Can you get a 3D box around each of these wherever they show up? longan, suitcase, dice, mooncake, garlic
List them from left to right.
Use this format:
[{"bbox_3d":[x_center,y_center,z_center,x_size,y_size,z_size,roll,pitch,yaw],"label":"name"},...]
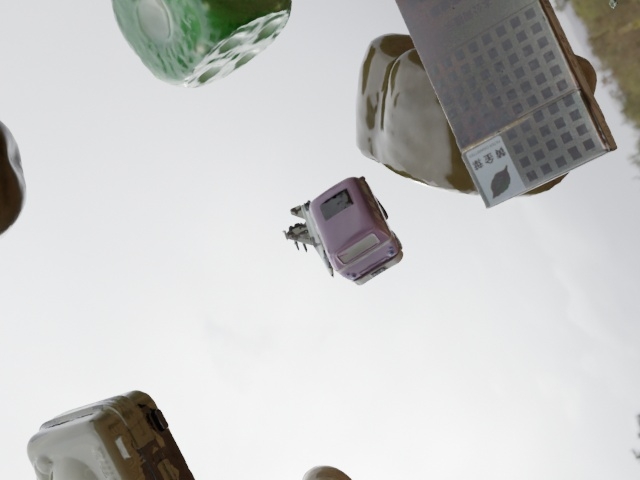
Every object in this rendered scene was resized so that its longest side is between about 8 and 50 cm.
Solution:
[{"bbox_3d":[-0.741,-0.134,1.718,0.288,0.288,0.350,21,-147,-55],"label":"longan"},{"bbox_3d":[-0.414,0.488,1.653,0.194,0.339,0.352,-34,-79,-55],"label":"suitcase"},{"bbox_3d":[-0.260,-0.533,1.887,0.300,0.297,0.287,-34,-93,-41],"label":"dice"},{"bbox_3d":[0.033,0.677,2.156,0.228,0.152,0.228,-22,-90,-85],"label":"garlic"},{"bbox_3d":[0.305,-0.274,1.720,0.467,0.466,0.262,-61,-22,-63],"label":"mooncake"}]

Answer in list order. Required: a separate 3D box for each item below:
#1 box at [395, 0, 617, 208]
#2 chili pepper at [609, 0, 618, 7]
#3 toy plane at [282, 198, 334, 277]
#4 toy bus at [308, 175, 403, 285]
[{"bbox_3d":[0.234,-0.225,1.112,0.047,0.180,0.325,-13,-101,-57],"label":"box"},{"bbox_3d":[0.755,-0.765,2.255,0.359,0.076,0.085,43,-143,-46],"label":"chili pepper"},{"bbox_3d":[-0.006,-0.013,2.070,0.082,0.160,0.234,-117,7,-49],"label":"toy plane"},{"bbox_3d":[0.069,-0.029,1.746,0.142,0.142,0.202,43,-162,-44],"label":"toy bus"}]
